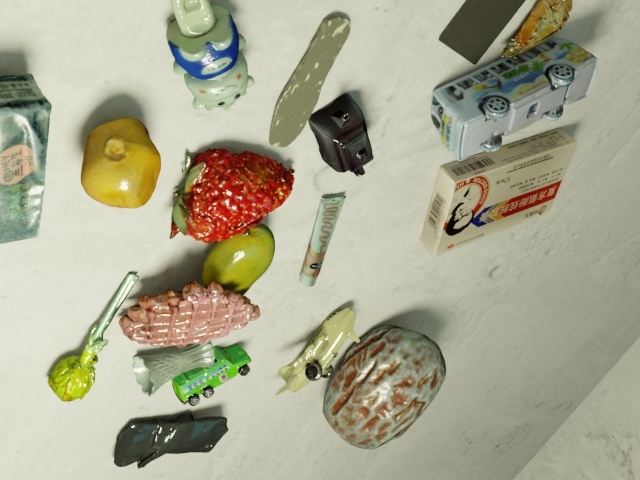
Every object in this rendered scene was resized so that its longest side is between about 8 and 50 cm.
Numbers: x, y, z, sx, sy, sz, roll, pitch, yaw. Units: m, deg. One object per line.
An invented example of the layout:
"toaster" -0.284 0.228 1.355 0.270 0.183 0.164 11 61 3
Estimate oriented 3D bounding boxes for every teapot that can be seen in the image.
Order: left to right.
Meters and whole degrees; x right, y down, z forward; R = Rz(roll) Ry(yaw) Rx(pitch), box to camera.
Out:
"teapot" 0.050 -0.169 1.526 0.087 0.096 0.177 -34 145 -9

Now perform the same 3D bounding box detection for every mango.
"mango" -0.149 0.045 1.580 0.122 0.085 0.191 -17 145 -52

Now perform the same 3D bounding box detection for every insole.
"insole" -0.023 -0.254 1.439 0.081 0.011 0.248 0 129 -44

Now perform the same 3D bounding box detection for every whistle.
"whistle" -0.157 -0.266 1.231 0.110 0.092 0.244 -23 144 -6

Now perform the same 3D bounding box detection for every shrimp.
"shrimp" 0.400 -0.398 1.654 0.184 0.043 0.091 -44 138 -6

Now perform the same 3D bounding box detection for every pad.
"pad" 0.307 -0.419 1.572 0.143 0.003 0.211 17 116 -50

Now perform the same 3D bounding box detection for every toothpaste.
"toothpaste" 0.000 0.000 1.722 0.056 0.036 0.205 -9 130 -35

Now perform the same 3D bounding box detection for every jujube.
"jujube" 0.160 0.338 2.082 0.246 0.215 0.308 12 119 -50

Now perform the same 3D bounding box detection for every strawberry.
"strawberry" -0.135 -0.059 1.472 0.228 0.098 0.174 2 128 -44

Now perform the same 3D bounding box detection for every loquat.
"loquat" -0.281 -0.107 1.268 0.113 0.137 0.137 -1 141 6

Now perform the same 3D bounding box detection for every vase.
"vase" -0.274 0.233 1.689 0.148 0.081 0.081 -19 140 -34

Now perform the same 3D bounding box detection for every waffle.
"waffle" -0.235 0.139 1.573 0.234 0.055 0.221 -21 153 23

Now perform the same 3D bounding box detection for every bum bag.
"bum bag" -0.311 0.413 1.863 0.248 0.060 0.123 -1 128 -40

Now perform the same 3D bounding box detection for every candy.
"candy" -0.383 0.167 1.530 0.073 0.077 0.262 25 103 -36

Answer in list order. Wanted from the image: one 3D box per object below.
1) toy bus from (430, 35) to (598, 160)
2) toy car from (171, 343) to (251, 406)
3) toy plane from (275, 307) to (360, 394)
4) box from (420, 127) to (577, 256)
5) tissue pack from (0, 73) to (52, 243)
"toy bus" 0.357 -0.273 1.662 0.329 0.136 0.109 -27 145 -20
"toy car" -0.219 0.260 1.774 0.165 0.071 0.062 -29 130 -16
"toy plane" 0.000 0.249 1.949 0.244 0.092 0.229 -46 161 13
"box" 0.390 -0.107 1.942 0.353 0.069 0.214 -18 140 -26
"tissue pack" -0.504 -0.084 1.097 0.315 0.103 0.228 -12 135 -35
